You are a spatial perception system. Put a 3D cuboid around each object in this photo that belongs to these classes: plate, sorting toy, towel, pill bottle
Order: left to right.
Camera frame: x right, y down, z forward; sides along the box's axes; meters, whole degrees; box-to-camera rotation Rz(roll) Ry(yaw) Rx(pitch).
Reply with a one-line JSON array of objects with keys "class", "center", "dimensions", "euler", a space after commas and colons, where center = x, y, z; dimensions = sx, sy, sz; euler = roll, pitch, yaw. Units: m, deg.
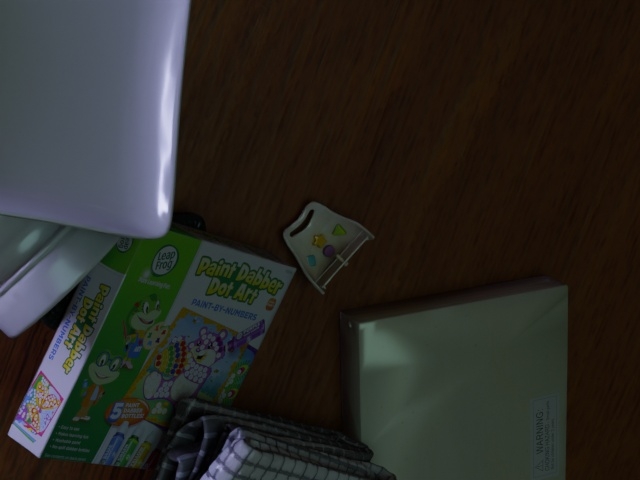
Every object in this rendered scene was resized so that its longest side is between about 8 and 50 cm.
[{"class": "pill bottle", "center": [-0.334, -0.081, 1.421], "dimensions": [0.188, 0.188, 0.334], "euler": [-45, 100, -9]}, {"class": "plate", "center": [-0.245, -0.150, 1.339], "dimensions": [0.277, 0.045, 0.278], "euler": [9, 79, -27]}, {"class": "towel", "center": [-0.081, 0.293, 1.695], "dimensions": [0.283, 0.121, 0.235], "euler": [22, 106, -47]}, {"class": "sorting toy", "center": [0.000, 0.000, 1.744], "dimensions": [0.083, 0.045, 0.075], "euler": [-47, 111, -7]}]

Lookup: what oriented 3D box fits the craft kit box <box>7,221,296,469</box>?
[{"class": "craft kit box", "center": [-0.159, 0.106, 1.623], "dimensions": [0.250, 0.061, 0.247], "euler": [17, 97, -55]}]

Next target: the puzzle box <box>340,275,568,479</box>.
[{"class": "puzzle box", "center": [0.155, 0.257, 1.882], "dimensions": [0.272, 0.052, 0.409], "euler": [-9, 108, -25]}]

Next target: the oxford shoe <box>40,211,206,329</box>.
[{"class": "oxford shoe", "center": [-0.210, 0.009, 1.618], "dimensions": [0.227, 0.096, 0.083], "euler": [-19, 127, -43]}]
